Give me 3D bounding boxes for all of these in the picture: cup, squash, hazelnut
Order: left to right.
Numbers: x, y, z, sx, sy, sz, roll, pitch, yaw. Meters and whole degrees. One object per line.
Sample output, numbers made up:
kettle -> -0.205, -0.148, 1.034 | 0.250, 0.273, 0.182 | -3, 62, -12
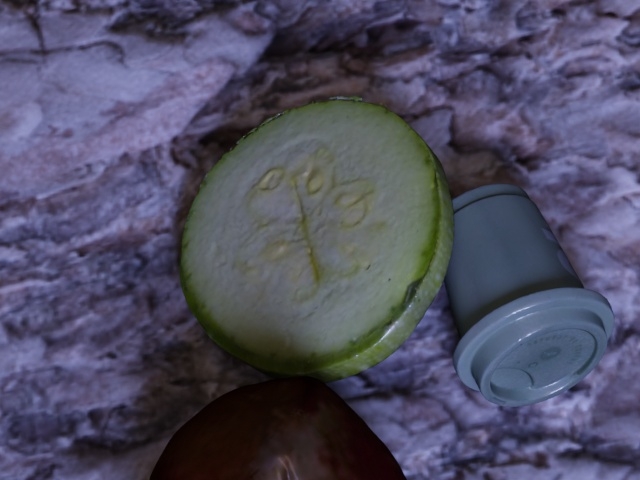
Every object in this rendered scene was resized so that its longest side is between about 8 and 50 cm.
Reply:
hazelnut -> -0.027, 0.186, 1.263 | 0.208, 0.208, 0.208 | -3, 68, 7
squash -> -0.003, -0.002, 1.378 | 0.219, 0.041, 0.219 | -13, 62, 27
cup -> 0.138, 0.037, 1.355 | 0.120, 0.120, 0.141 | -21, 53, -1
